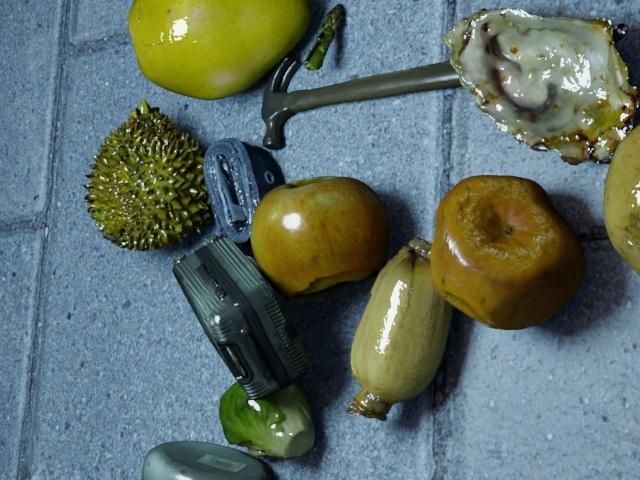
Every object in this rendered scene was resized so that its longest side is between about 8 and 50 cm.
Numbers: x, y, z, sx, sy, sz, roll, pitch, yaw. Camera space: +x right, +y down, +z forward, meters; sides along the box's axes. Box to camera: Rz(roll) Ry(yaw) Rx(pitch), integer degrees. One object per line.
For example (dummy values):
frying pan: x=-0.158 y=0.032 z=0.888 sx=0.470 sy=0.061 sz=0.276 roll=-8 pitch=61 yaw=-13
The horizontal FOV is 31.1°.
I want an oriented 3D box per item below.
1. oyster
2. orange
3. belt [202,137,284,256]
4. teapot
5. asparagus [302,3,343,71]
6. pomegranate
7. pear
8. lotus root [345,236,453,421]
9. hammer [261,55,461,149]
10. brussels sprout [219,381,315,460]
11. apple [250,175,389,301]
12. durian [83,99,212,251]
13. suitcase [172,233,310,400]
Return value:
oyster: x=0.337 y=-0.242 z=1.803 sx=0.361 sy=0.096 sz=0.221 roll=16 pitch=95 yaw=38
orange: x=0.278 y=0.024 z=1.729 sx=0.249 sy=0.183 sz=0.248 roll=2 pitch=55 yaw=-3
belt: x=-0.145 y=-0.090 z=2.111 sx=0.122 sy=0.128 sz=0.218 roll=-31 pitch=63 yaw=29
teapot: x=-0.177 y=0.515 z=1.987 sx=0.223 sy=0.305 sz=0.285 roll=-147 pitch=70 yaw=-74
asparagus: x=0.009 y=-0.371 z=2.093 sx=0.036 sy=0.030 sz=0.165 roll=-10 pitch=47 yaw=40
pomegranate: x=0.497 y=-0.049 z=1.531 sx=0.261 sy=0.260 sz=0.260 roll=-10 pitch=74 yaw=36
pear: x=-0.188 y=-0.398 z=2.156 sx=0.337 sy=0.285 sz=0.284 roll=10 pitch=84 yaw=1
lotus root: x=0.133 y=0.147 z=1.843 sx=0.146 sy=0.131 sz=0.303 roll=19 pitch=90 yaw=62
hammer: x=0.074 y=-0.264 z=2.042 sx=0.440 sy=0.044 sz=0.168 roll=-4 pitch=79 yaw=36
brussels sprout: x=-0.093 y=0.301 z=1.977 sx=0.183 sy=0.131 sz=0.145 roll=-4 pitch=82 yaw=41
apple: x=0.000 y=0.000 z=1.931 sx=0.237 sy=0.237 sz=0.207 roll=-7 pitch=101 yaw=36
durian: x=-0.329 y=-0.113 z=2.203 sx=0.258 sy=0.258 sz=0.292 roll=-43 pitch=53 yaw=22
suitcase: x=-0.139 y=0.122 z=1.953 sx=0.128 sy=0.202 sz=0.312 roll=-30 pitch=27 yaw=-9
